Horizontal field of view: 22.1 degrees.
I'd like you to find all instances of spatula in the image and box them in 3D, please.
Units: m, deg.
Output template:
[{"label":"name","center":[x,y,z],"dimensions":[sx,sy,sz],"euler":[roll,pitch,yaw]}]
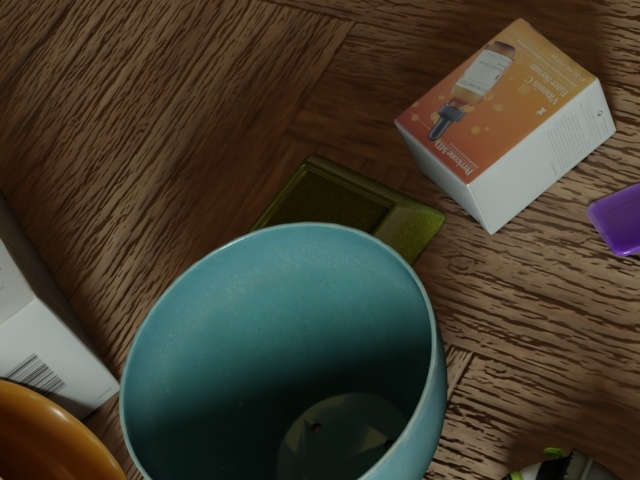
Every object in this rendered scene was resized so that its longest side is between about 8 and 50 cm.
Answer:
[{"label":"spatula","center":[0.334,0.050,1.504],"dimensions":[0.084,0.030,0.296],"euler":[-25,51,3]}]

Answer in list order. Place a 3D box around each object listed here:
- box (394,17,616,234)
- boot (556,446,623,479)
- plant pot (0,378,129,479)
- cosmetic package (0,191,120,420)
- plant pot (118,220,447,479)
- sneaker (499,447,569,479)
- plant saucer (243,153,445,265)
[{"label":"box","center":[0.185,-0.116,1.643],"dimensions":[0.170,0.091,0.130],"euler":[-40,52,-6]},{"label":"boot","center":[0.274,0.264,1.302],"dimensions":[0.208,0.076,0.190],"euler":[26,48,7]},{"label":"plant pot","center":[-0.309,0.266,1.535],"dimensions":[0.188,0.205,0.205],"euler":[-50,50,14]},{"label":"cosmetic package","center":[-0.376,0.036,1.716],"dimensions":[0.155,0.197,0.365],"euler":[-37,50,-3]},{"label":"plant pot","center":[-0.009,0.157,1.473],"dimensions":[0.290,0.195,0.290],"euler":[-11,54,16]},{"label":"sneaker","center":[0.228,0.267,1.368],"dimensions":[0.097,0.084,0.235],"euler":[-28,52,0]},{"label":"plant saucer","center":[0.000,0.000,1.673],"dimensions":[0.188,0.045,0.188],"euler":[27,71,35]}]
